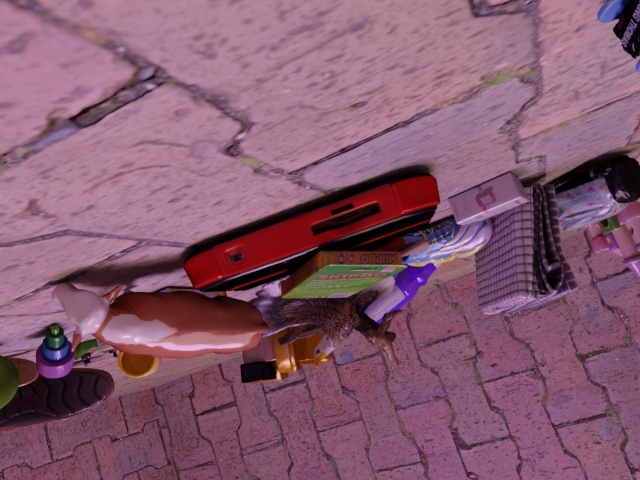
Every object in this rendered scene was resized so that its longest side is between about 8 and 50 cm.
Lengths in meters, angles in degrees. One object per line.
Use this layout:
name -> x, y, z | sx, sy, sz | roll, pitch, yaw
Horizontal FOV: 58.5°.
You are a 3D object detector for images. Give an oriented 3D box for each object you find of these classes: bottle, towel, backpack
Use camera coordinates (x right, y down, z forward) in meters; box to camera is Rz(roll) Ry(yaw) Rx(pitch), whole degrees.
bottle -> 0.197, 0.128, 1.535 | 0.283, 0.092, 0.118 | -39, -157, 1
towel -> 0.417, 0.028, 1.199 | 0.122, 0.234, 0.283 | 2, 165, -3
backpack -> 0.569, -0.095, 1.203 | 0.152, 0.115, 0.182 | -12, 169, -40

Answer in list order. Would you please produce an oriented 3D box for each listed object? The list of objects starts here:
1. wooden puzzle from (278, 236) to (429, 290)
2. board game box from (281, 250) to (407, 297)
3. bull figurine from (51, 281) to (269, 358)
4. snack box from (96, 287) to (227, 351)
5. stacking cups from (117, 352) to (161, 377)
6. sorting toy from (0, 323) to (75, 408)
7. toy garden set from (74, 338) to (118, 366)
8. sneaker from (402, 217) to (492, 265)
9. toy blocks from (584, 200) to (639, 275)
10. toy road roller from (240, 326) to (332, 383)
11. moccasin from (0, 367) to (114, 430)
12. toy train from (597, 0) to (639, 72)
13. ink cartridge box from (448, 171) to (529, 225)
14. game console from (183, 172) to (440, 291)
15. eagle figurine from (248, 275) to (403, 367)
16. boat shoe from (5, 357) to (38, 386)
wooden puzzle -> 0.066, 0.041, 1.117 | 0.221, 0.044, 0.239 | -16, 180, 40
board game box -> 0.027, 0.055, 0.891 | 0.124, 0.039, 0.259 | 1, 168, -17
bull figurine -> -0.237, 0.118, 0.849 | 0.311, 0.101, 0.188 | 12, 176, -27
snack box -> -0.295, 0.151, 1.096 | 0.175, 0.070, 0.207 | -22, 166, 17
stacking cups -> -0.500, 0.336, 1.601 | 0.096, 0.095, 0.316 | -15, 171, -16
sorting toy -> -0.583, 0.207, 0.915 | 0.366, 0.127, 0.126 | -14, 138, -36
toy garden set -> -0.420, 0.230, 1.313 | 0.244, 0.049, 0.204 | -9, 165, -38
sneaker -> 0.250, 0.009, 1.239 | 0.126, 0.091, 0.240 | -7, 164, -43
toy blocks -> 0.779, -0.016, 1.528 | 0.309, 0.259, 0.288 | -19, 169, 1
toy road roller -> -0.089, 0.282, 1.584 | 0.241, 0.202, 0.329 | -7, 169, 3
moccasin -> -0.734, 0.427, 1.518 | 0.380, 0.139, 0.147 | -21, 175, -2
toy train -> 0.265, -0.191, 0.397 | 0.105, 0.080, 0.184 | -30, 164, 10
ink cartridge box -> 0.309, -0.074, 1.048 | 0.123, 0.052, 0.089 | -23, 168, 26
game console -> 0.000, 0.000, 0.933 | 0.387, 0.060, 0.342 | -19, 174, 5
eagle figurine -> 0.013, 0.176, 1.263 | 0.299, 0.226, 0.225 | 14, -153, 30
boat shoe -> -0.646, 0.267, 1.118 | 0.170, 0.062, 0.059 | -1, 164, -28
